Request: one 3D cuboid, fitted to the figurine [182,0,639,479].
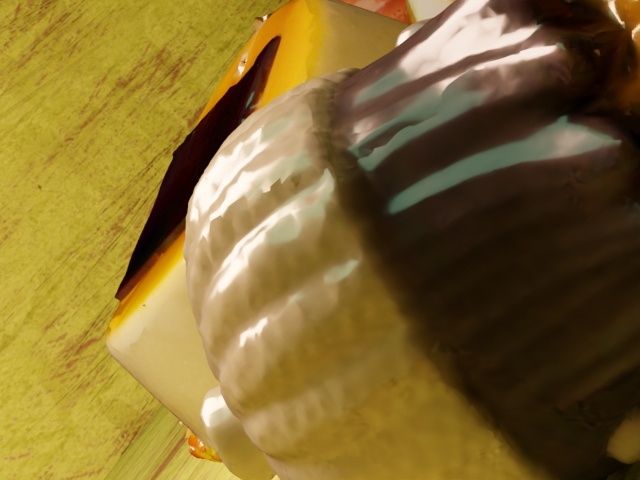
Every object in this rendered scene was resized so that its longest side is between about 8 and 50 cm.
[{"bbox_3d":[0.083,-0.025,0.568,0.204,0.185,0.332,-9,-27,-34],"label":"figurine"}]

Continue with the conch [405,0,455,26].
[{"bbox_3d":[0.160,-0.149,0.841,0.249,0.197,0.368,-32,-4,-34],"label":"conch"}]

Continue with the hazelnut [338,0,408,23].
[{"bbox_3d":[0.084,-0.093,1.247,0.186,0.210,0.210,-5,31,33],"label":"hazelnut"}]

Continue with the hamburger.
[{"bbox_3d":[0.000,0.000,1.057,0.276,0.179,0.294,-44,22,48],"label":"hamburger"}]
